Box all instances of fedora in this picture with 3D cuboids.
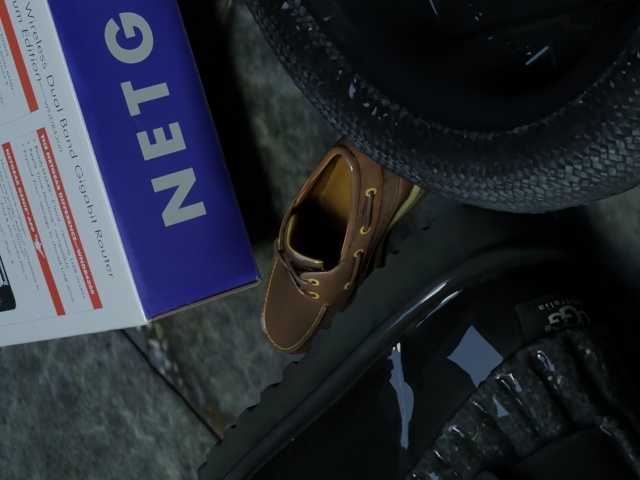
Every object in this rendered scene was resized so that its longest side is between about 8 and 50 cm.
[{"bbox_3d":[0.089,-0.186,0.669,0.334,0.152,0.334,20,120,41],"label":"fedora"}]

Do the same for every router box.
[{"bbox_3d":[-0.191,-0.104,1.030,0.301,0.082,0.335,-10,97,56],"label":"router box"}]

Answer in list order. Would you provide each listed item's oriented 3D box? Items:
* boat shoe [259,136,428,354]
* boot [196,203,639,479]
[{"bbox_3d":[0.000,0.000,0.909,0.064,0.060,0.178,49,135,22],"label":"boat shoe"},{"bbox_3d":[0.062,0.176,0.819,0.348,0.131,0.260,-56,51,43],"label":"boot"}]
